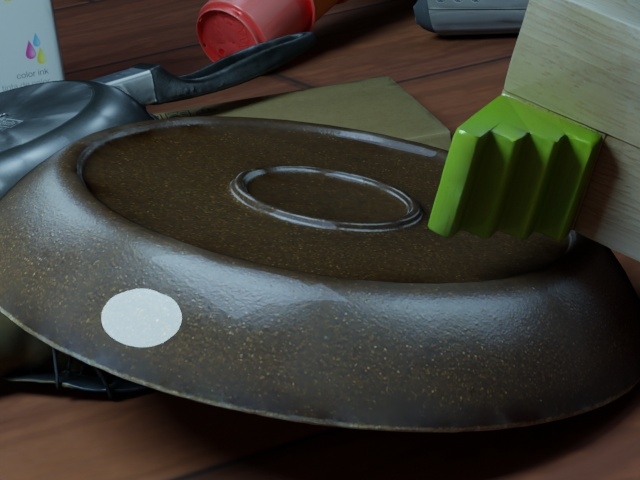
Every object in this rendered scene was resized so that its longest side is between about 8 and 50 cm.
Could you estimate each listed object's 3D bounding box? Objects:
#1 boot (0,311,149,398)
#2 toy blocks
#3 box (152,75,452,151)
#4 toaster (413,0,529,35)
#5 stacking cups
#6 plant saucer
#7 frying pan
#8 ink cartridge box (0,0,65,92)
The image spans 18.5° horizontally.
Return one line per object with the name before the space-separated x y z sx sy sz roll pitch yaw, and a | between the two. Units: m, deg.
boot | -0.129 0.031 0.905 0.219 0.082 0.106 -18 20 -38
toy blocks | 0.251 -0.061 0.885 0.261 0.190 0.381 25 31 18
box | -0.033 -0.063 1.246 0.201 0.021 0.164 -10 19 -9
toaster | 0.167 -0.235 1.523 0.146 0.129 0.227 5 23 21
stacking cups | 0.014 -0.242 1.539 0.096 0.096 0.316 7 37 36
plant saucer | 0.000 0.000 0.887 0.310 0.050 0.310 8 17 -2
frying pan | -0.133 -0.072 1.212 0.326 0.053 0.197 -21 22 -10
ink cartridge box | -0.258 -0.161 1.313 0.154 0.212 0.093 -10 19 -10
